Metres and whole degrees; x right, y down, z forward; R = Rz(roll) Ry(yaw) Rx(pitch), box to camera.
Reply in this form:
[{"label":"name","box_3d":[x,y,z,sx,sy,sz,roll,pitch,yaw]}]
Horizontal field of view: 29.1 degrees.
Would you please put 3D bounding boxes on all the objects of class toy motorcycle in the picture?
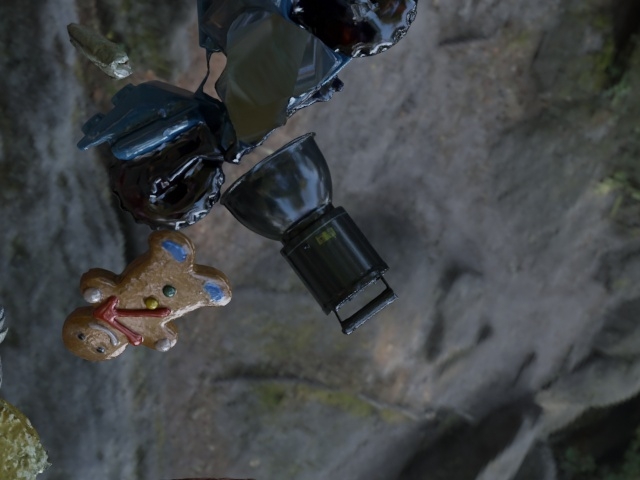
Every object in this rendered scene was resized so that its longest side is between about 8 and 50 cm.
[{"label":"toy motorcycle","box_3d":[-0.097,-0.204,1.322,0.416,0.232,0.172,-41,-177,17]}]

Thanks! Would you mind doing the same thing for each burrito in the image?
[{"label":"burrito","box_3d":[-0.337,-0.290,1.866,0.045,0.188,0.058,-41,133,-12]}]

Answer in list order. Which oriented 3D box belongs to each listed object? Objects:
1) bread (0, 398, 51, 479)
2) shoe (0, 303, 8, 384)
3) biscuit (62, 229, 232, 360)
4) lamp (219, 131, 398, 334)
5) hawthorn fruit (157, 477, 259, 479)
[{"label":"bread","box_3d":[-0.546,0.362,1.917,0.245,0.174,0.121,-43,-171,-17]},{"label":"shoe","box_3d":[-0.417,0.103,1.475,0.089,0.092,0.180,-28,95,-57]},{"label":"biscuit","box_3d":[-0.303,0.114,2.049,0.205,0.324,0.049,46,29,-30]},{"label":"lamp","box_3d":[0.000,0.000,1.524,0.147,0.227,0.172,-36,177,1]},{"label":"hawthorn fruit","box_3d":[-0.054,0.254,0.818,0.205,0.253,0.205,180,-90,-79]}]
